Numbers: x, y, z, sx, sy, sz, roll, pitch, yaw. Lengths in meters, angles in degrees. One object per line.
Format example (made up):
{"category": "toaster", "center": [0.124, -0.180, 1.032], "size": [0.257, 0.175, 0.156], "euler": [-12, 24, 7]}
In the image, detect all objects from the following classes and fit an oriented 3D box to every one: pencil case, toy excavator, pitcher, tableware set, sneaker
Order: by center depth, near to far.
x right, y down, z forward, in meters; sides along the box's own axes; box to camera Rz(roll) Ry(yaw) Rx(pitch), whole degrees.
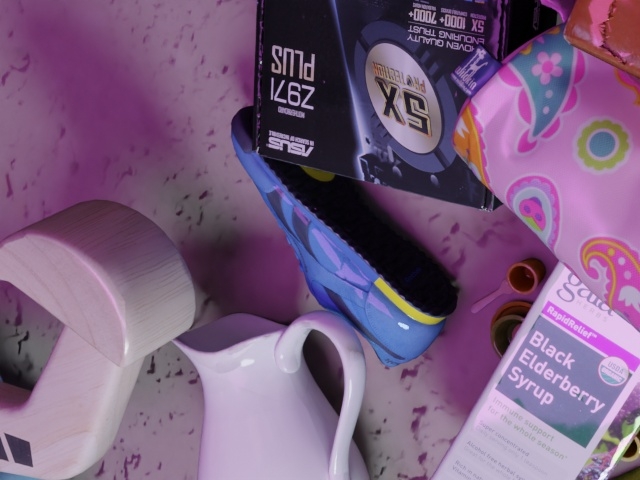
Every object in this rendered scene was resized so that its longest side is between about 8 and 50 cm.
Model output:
{"category": "pencil case", "center": [0.198, -0.007, 0.877], "size": [0.284, 0.124, 0.124], "euler": [46, 126, 19]}
{"category": "tableware set", "center": [0.170, 0.080, 1.067], "size": [0.104, 0.024, 0.154], "euler": [-41, 83, 36]}
{"category": "sneaker", "center": [0.000, 0.000, 1.121], "size": [0.209, 0.069, 0.082], "euler": [48, 130, 9]}
{"category": "pitcher", "center": [-0.017, 0.152, 1.148], "size": [0.178, 0.125, 0.207], "euler": [-11, 94, 52]}
{"category": "toy excavator", "center": [-0.282, 0.157, 1.266], "size": [0.445, 0.222, 0.432], "euler": [10, 114, 30]}

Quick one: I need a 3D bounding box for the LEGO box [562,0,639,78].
{"category": "LEGO box", "center": [0.418, -0.140, 0.669], "size": [0.500, 0.193, 0.372], "euler": [30, 108, 22]}

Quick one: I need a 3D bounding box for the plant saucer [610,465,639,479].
{"category": "plant saucer", "center": [0.210, 0.264, 1.095], "size": [0.188, 0.045, 0.188], "euler": [-35, 87, 37]}

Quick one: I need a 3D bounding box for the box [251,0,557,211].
{"category": "box", "center": [0.052, -0.115, 1.039], "size": [0.180, 0.077, 0.147], "euler": [16, 116, 28]}

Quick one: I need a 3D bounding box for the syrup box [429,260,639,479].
{"category": "syrup box", "center": [0.152, 0.104, 1.015], "size": [0.093, 0.096, 0.237], "euler": [33, 115, 12]}
